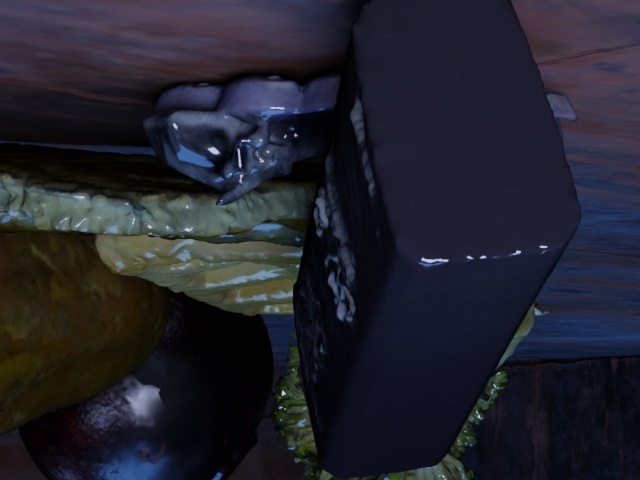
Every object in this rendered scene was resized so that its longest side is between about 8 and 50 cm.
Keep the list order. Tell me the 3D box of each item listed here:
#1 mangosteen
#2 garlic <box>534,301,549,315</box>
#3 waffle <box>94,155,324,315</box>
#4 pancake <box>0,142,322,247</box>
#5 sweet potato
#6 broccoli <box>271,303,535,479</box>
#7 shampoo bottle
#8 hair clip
[{"bbox_3d":[-0.168,0.101,1.297,0.265,0.228,0.228,41,173,3],"label":"mangosteen"},{"bbox_3d":[0.174,0.089,1.629,0.113,0.094,0.074,-2,-144,-30],"label":"garlic"},{"bbox_3d":[-0.015,0.005,0.952,0.168,0.057,0.274,-3,169,17],"label":"waffle"},{"bbox_3d":[-0.101,-0.012,0.709,0.376,0.054,0.197,1,-174,-11],"label":"pancake"},{"bbox_3d":[-0.206,0.043,0.957,0.157,0.158,0.369,-5,-173,38],"label":"sweet potato"},{"bbox_3d":[0.090,0.112,1.446,0.221,0.252,0.361,22,130,-5],"label":"broccoli"},{"bbox_3d":[0.030,0.025,0.619,0.071,0.098,0.309,-11,157,-10],"label":"shampoo bottle"},{"bbox_3d":[0.022,-0.042,0.664,0.195,0.052,0.124,-2,-179,-30],"label":"hair clip"}]
